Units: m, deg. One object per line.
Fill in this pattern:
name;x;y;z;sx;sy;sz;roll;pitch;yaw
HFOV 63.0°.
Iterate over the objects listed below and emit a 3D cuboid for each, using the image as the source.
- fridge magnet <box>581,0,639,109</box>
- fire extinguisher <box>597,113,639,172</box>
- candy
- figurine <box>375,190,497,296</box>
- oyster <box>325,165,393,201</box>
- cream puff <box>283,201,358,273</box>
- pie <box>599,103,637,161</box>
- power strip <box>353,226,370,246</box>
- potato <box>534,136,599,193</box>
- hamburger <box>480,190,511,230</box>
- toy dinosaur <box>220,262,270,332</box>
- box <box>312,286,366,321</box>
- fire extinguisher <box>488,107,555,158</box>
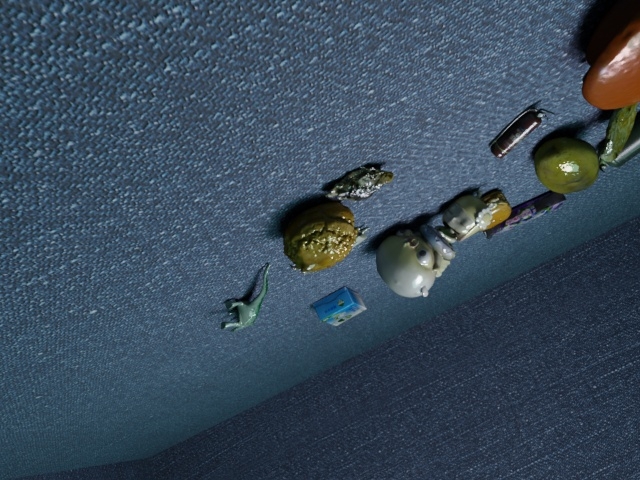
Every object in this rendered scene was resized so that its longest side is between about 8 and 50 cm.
fridge magnet;0.664;-0.398;0.993;0.363;0.155;0.364;-22;158;-9
fire extinguisher;0.960;-0.309;1.608;0.095;0.115;0.311;27;139;-13
candy;0.745;-0.096;1.918;0.312;0.061;0.088;-24;161;-4
figurine;0.360;0.010;1.573;0.394;0.227;0.274;-44;143;8
oyster;0.090;-0.115;1.138;0.148;0.051;0.103;-30;159;10
cream puff;0.000;0.000;1.190;0.189;0.130;0.189;-21;160;-8
pie;0.813;-0.303;1.428;0.186;0.041;0.187;-31;133;-39
power strip;0.063;0.016;1.443;0.191;0.030;0.047;-37;157;27
potato;0.699;-0.217;1.482;0.169;0.144;0.248;-28;152;31
hamburger;0.534;-0.091;1.664;0.138;0.083;0.147;-29;156;18
toy dinosaur;-0.223;0.193;1.476;0.129;0.076;0.383;-23;163;-27
box;0.074;0.245;1.928;0.139;0.073;0.194;-31;159;10
fire extinguisher;0.476;-0.263;1.250;0.064;0.043;0.158;29;135;-12
